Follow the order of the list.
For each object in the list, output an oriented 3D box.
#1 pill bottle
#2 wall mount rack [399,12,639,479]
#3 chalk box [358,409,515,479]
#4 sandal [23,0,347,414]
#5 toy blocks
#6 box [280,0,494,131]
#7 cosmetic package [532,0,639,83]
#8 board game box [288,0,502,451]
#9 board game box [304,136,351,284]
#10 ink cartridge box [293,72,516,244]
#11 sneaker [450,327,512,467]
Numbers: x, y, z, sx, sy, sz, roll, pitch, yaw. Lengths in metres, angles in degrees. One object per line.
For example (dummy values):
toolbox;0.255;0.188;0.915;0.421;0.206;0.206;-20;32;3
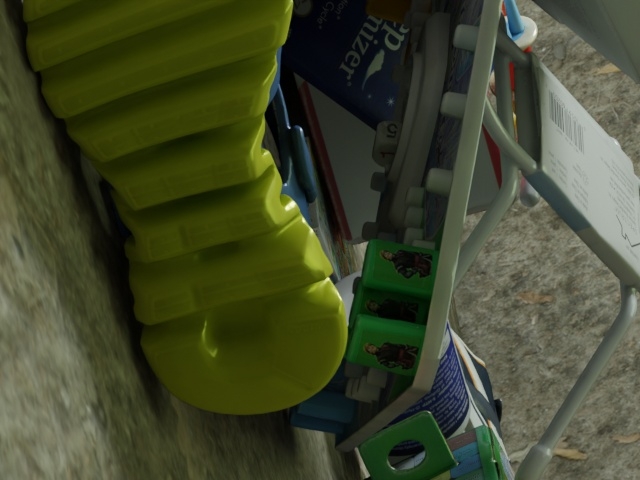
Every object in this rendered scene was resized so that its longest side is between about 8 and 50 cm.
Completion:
pill bottle;0.067;0.123;1.595;0.112;0.112;0.187;-94;169;-50
wall mount rack;0.154;0.002;1.446;0.350;0.130;0.304;40;41;-43
chalk box;0.106;0.243;1.514;0.213;0.132;0.132;61;8;-13
sandal;-0.065;-0.075;0.907;0.138;0.126;0.317;-98;-179;-59
toy blocks;0.164;-0.178;1.660;0.123;0.054;0.148;-98;171;-49
box;0.051;-0.166;1.510;0.225;0.136;0.036;34;-12;-28
cosmetic package;0.122;-0.320;1.346;0.284;0.097;0.377;46;-6;48
board game box;0.051;-0.078;1.191;0.390;0.050;0.390;117;-16;-77
board game box;0.000;0.000;1.622;0.154;0.026;0.103;69;11;-49
ink cartridge box;0.063;-0.173;1.768;0.385;0.160;0.279;-76;150;-80
sneaker;0.132;0.209;1.913;0.127;0.126;0.321;-69;145;-68
